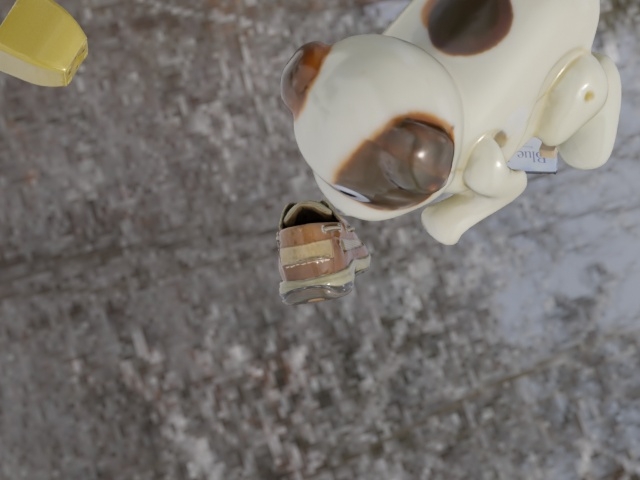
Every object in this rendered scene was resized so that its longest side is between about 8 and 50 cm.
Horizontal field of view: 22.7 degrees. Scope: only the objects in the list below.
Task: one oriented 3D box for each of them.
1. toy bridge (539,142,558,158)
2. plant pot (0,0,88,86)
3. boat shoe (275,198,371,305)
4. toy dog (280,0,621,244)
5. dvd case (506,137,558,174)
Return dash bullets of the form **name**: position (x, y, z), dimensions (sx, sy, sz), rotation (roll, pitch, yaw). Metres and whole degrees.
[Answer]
- **toy bridge**: position (0.330, -0.205, 2.302), dimensions (0.026, 0.063, 0.188), rotation (9, -44, 22)
- **plant pot**: position (-0.299, -0.212, 1.724), dimensions (0.083, 0.081, 0.081), rotation (29, -16, 1)
- **boat shoe**: position (0.000, 0.000, 2.189), dimensions (0.324, 0.122, 0.120), rotation (-78, 156, -81)
- **toy dog**: position (0.149, -0.168, 1.829), dimensions (0.284, 0.408, 0.395), rotation (44, -36, 18)
- **dvd case**: position (0.284, -0.208, 2.547), dimensions (0.022, 0.180, 0.253), rotation (-74, 160, -45)
